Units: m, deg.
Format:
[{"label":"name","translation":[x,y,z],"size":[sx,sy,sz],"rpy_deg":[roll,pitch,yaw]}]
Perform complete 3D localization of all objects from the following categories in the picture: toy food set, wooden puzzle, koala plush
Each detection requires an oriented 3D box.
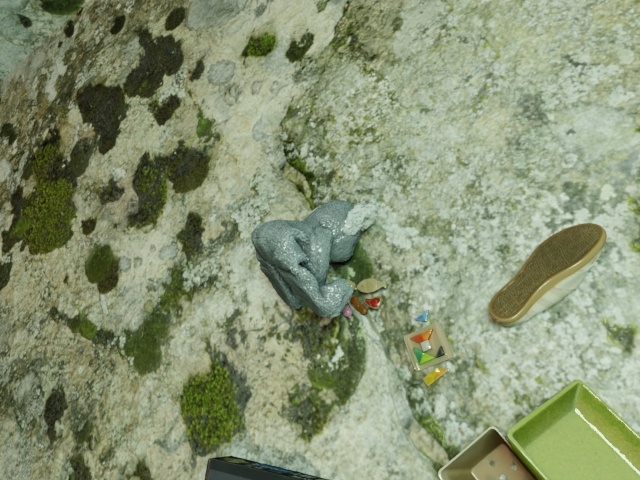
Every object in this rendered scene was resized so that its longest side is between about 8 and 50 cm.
[{"label":"toy food set","translation":[0.072,0.114,0.920],"size":[0.122,0.019,0.078],"rpy_deg":[-2,71,30]},{"label":"wooden puzzle","translation":[0.188,0.187,0.829],"size":[0.078,0.014,0.116],"rpy_deg":[-34,58,15]},{"label":"koala plush","translation":[0.000,0.000,0.913],"size":[0.221,0.203,0.196],"rpy_deg":[-42,22,-22]}]

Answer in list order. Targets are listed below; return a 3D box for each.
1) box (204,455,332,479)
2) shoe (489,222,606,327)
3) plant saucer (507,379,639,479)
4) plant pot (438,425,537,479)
[{"label":"box","translation":[-0.093,0.559,0.822],"size":[0.295,0.073,0.294],"rpy_deg":[-2,70,30]},{"label":"shoe","translation":[0.364,0.058,0.756],"size":[0.219,0.058,0.077],"rpy_deg":[-42,37,5]},{"label":"plant saucer","translation":[0.357,0.300,0.618],"size":[0.188,0.188,0.045],"rpy_deg":[49,139,33]},{"label":"plant pot","translation":[0.255,0.346,0.681],"size":[0.109,0.096,0.109],"rpy_deg":[-45,57,8]}]
